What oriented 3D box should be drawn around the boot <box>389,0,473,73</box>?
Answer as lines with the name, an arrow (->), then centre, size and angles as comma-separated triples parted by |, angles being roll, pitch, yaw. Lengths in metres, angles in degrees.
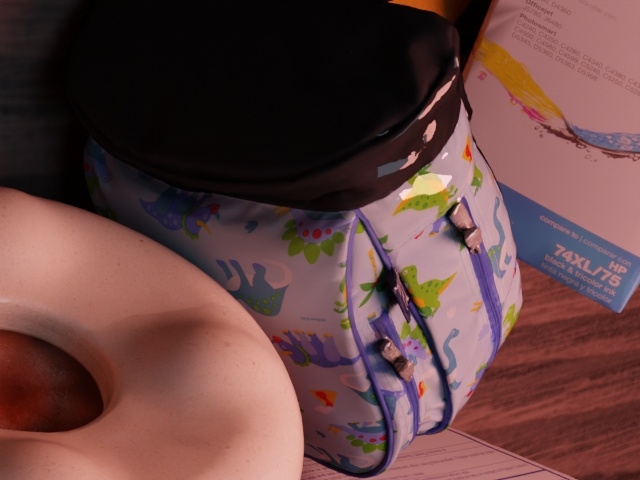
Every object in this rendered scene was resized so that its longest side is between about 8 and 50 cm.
boot -> 0.066, -0.239, 1.281 | 0.211, 0.104, 0.295 | 6, 105, -49

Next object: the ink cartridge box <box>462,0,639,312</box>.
ink cartridge box -> 0.233, -0.130, 1.336 | 0.198, 0.197, 0.270 | -45, 161, -48

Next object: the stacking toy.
stacking toy -> -0.238, 0.236, 1.064 | 0.350, 0.350, 0.480 | -14, 135, -44

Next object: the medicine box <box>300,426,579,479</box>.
medicine box -> 0.055, 0.245, 1.323 | 0.263, 0.289, 0.149 | -1, 104, -47

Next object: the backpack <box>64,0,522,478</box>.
backpack -> 0.000, 0.000, 1.191 | 0.355, 0.290, 0.273 | 46, 63, -57
